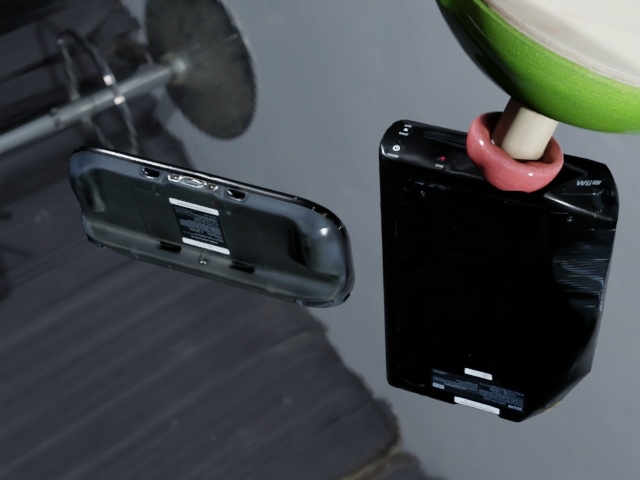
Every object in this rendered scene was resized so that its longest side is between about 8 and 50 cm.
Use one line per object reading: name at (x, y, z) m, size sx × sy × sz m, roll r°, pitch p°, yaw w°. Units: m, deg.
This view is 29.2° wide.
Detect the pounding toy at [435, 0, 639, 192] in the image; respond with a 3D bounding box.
pounding toy at (0.108, -0.111, 0.649) m, size 0.237 × 0.183 × 0.110 m, roll 51°, pitch 136°, yaw 29°

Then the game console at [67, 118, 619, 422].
game console at (0.000, 0.000, 0.778) m, size 0.361 × 0.044 × 0.213 m, roll 14°, pitch 139°, yaw 17°
